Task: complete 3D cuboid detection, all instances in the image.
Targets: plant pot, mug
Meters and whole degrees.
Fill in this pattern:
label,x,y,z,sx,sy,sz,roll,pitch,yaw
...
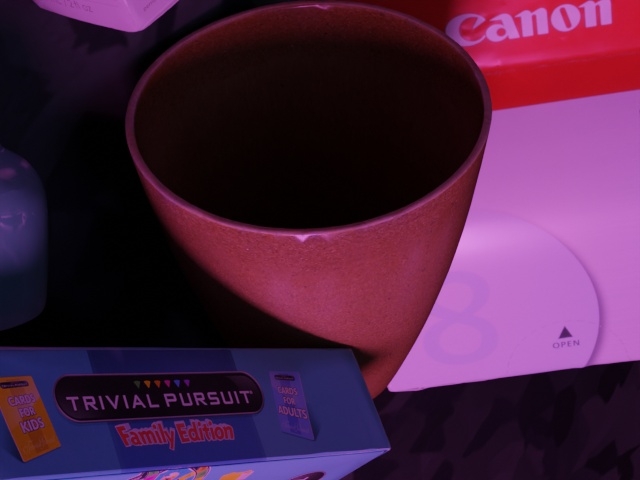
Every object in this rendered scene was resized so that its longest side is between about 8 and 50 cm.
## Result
label,x,y,z,sx,sy,sz,roll,pitch,yaw
plant pot,0.000,0.000,0.932,0.237,0.237,0.254,-39,144,-29
mug,-0.231,-0.008,0.733,0.157,0.129,0.097,-9,109,-44

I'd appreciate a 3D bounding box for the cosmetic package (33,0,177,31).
label,x,y,z,sx,sy,sz,roll,pitch,yaw
cosmetic package,-0.156,-0.237,0.729,0.085,0.117,0.231,-48,134,-23

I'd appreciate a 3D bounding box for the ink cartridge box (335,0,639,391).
label,x,y,z,sx,sy,sz,roll,pitch,yaw
ink cartridge box,0.178,-0.067,1.029,0.091,0.308,0.385,-89,170,-56

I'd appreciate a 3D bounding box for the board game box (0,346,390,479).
label,x,y,z,sx,sy,sz,roll,pitch,yaw
board game box,-0.161,0.155,0.802,0.336,0.079,0.254,5,146,-48
